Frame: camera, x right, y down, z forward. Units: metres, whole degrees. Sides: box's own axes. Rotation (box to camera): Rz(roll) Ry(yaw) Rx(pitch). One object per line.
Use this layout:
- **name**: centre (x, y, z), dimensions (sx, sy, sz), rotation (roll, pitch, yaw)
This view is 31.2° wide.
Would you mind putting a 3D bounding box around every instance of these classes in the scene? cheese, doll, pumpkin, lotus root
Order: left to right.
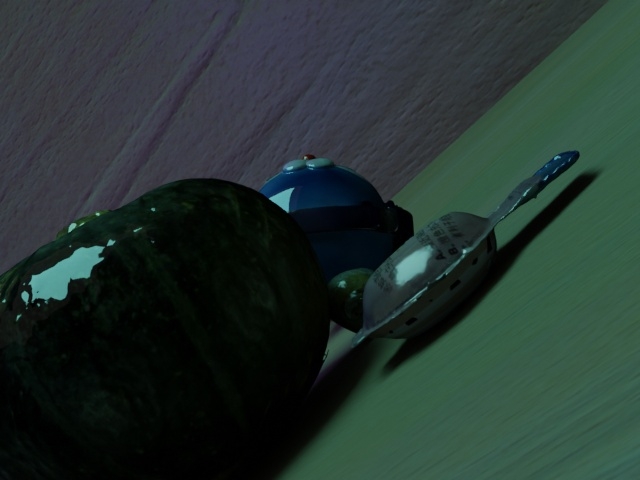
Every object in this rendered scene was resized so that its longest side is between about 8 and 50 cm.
- **pumpkin**: centre (-0.190, 0.126, 1.309), dimensions (0.454, 0.344, 0.454), rotation (-31, 0, 0)
- **doll**: centre (0.000, 0.000, 1.768), dimensions (0.284, 0.240, 0.310), rotation (-5, -15, 0)
- **lotus root**: centre (0.048, 0.075, 1.427), dimensions (0.088, 0.088, 0.165), rotation (-45, -7, -1)
- **cheese**: centre (0.136, 0.007, 1.118), dimensions (0.286, 0.074, 0.189), rotation (-41, 3, 2)
